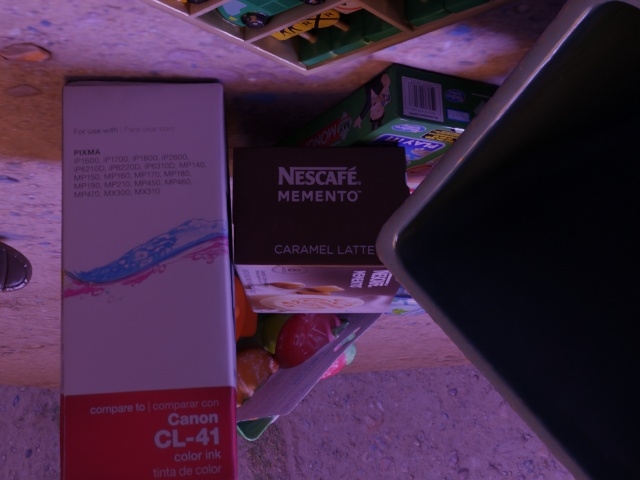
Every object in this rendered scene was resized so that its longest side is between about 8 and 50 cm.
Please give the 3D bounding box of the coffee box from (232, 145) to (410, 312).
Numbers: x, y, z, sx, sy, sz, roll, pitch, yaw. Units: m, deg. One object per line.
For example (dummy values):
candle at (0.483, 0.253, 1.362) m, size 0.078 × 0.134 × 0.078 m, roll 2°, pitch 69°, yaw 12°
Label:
coffee box at (0.000, 0.000, 0.832) m, size 0.141 × 0.098 × 0.246 m, roll -1°, pitch 167°, yaw -2°

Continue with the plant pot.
plant pot at (0.236, -0.023, 0.556) m, size 0.252 × 0.247 × 0.248 m, roll -34°, pitch 167°, yaw -40°

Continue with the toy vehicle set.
toy vehicle set at (0.039, -0.160, 0.485) m, size 0.266 × 0.035 × 0.166 m, roll -12°, pitch 163°, yaw 39°

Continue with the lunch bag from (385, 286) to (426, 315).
lunch bag at (0.182, 0.053, 1.297) m, size 0.218 × 0.090 × 0.176 m, roll -4°, pitch 166°, yaw 11°

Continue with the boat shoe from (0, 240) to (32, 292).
boat shoe at (-0.458, 0.019, 1.169) m, size 0.189 × 0.068 × 0.072 m, roll 18°, pitch 172°, yaw -26°

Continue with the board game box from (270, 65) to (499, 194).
board game box at (0.141, -0.073, 0.851) m, size 0.317 × 0.046 × 0.213 m, roll 6°, pitch 164°, yaw -28°

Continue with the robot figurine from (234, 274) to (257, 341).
robot figurine at (-0.199, 0.101, 1.384) m, size 0.219 × 0.158 × 0.128 m, roll 9°, pitch 119°, yaw -38°

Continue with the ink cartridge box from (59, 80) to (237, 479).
ink cartridge box at (-0.135, 0.050, 0.775) m, size 0.131 × 0.306 × 0.226 m, roll 0°, pitch 167°, yaw -5°

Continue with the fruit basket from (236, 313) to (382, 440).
fruit basket at (-0.042, 0.190, 1.468) m, size 0.353 × 0.165 × 0.327 m, roll -15°, pitch -158°, yaw 49°
